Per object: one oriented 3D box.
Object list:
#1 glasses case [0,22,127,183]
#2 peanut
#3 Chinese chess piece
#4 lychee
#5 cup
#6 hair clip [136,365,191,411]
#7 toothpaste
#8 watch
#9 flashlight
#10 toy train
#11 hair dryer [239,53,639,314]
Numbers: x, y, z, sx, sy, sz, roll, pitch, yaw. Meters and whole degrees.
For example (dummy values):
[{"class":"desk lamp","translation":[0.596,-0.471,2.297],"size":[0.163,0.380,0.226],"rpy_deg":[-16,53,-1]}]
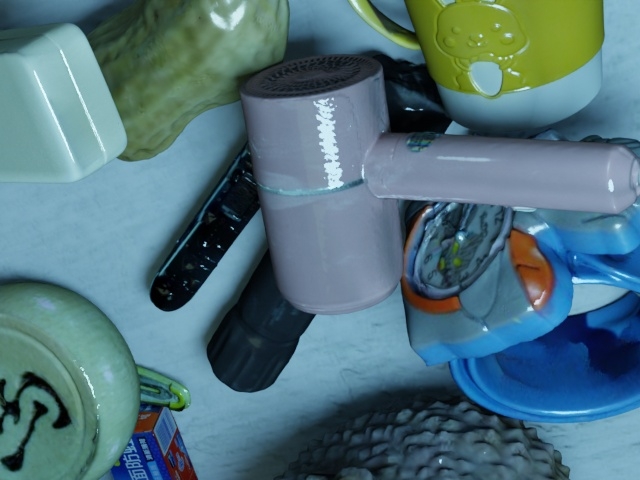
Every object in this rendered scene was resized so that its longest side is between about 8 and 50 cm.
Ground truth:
[{"class":"glasses case","translation":[-0.322,-0.125,1.101],"size":[0.313,0.070,0.131],"rpy_deg":[2,121,41]},{"class":"peanut","translation":[-0.124,-0.179,1.076],"size":[0.159,0.143,0.291],"rpy_deg":[41,122,-9]},{"class":"Chinese chess piece","translation":[-0.326,0.170,1.304],"size":[0.250,0.101,0.250],"rpy_deg":[6,107,18]},{"class":"lychee","translation":[0.116,0.354,1.235],"size":[0.380,0.380,0.432],"rpy_deg":[-23,133,21]},{"class":"cup","translation":[0.130,-0.223,1.000],"size":[0.241,0.185,0.226],"rpy_deg":[1,127,28]},{"class":"hair clip","translation":[-0.241,0.165,1.362],"size":[0.188,0.033,0.060],"rpy_deg":[10,119,6]},{"class":"toothpaste","translation":[-0.184,0.343,1.440],"size":[0.076,0.066,0.320],"rpy_deg":[-9,118,16]},{"class":"watch","translation":[0.252,0.032,1.109],"size":[0.305,0.241,0.274],"rpy_deg":[-29,128,32]},{"class":"flashlight","translation":[0.000,0.000,1.197],"size":[0.103,0.103,0.424],"rpy_deg":[27,123,-7]},{"class":"toy train","translation":[-0.113,-0.013,1.226],"size":[0.052,0.051,0.234],"rpy_deg":[32,123,-10]},{"class":"hair dryer","translation":[0.103,-0.038,0.978],"size":[0.352,0.125,0.210],"rpy_deg":[6,118,30]}]
